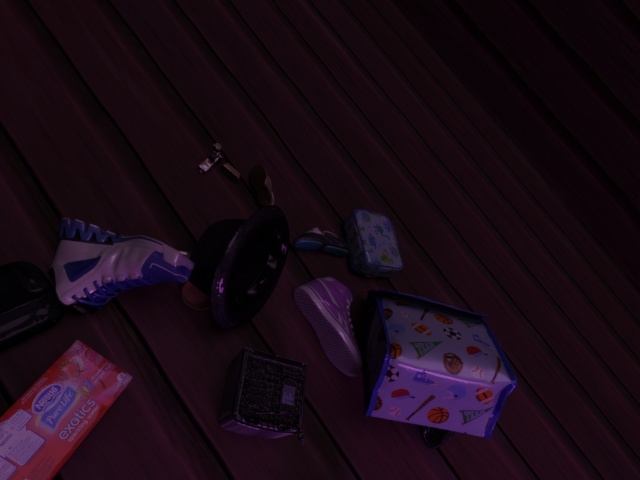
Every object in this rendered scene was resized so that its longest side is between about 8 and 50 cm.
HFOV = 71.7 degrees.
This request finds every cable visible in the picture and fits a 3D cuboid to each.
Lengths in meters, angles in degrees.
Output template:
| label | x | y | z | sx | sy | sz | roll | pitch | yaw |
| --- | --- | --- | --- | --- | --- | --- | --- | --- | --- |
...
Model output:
| label | x | y | z | sx | sy | sz | roll | pitch | yaw |
| --- | --- | --- | --- | --- | --- | --- | --- | --- | --- |
| cable | 0.347 | 0.492 | 1.206 | 0.185 | 0.150 | 0.047 | -7 | 36 | -36 |

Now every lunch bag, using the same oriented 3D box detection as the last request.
| label | x | y | z | sx | sy | sz | roll | pitch | yaw |
| --- | --- | --- | --- | --- | --- | --- | --- | --- | --- |
| lunch bag | 0.170 | 0.013 | 1.436 | 0.176 | 0.090 | 0.218 | 8 | 56 | -33 |
| lunch bag | 0.283 | 0.279 | 1.185 | 0.328 | 0.238 | 0.385 | 14 | 24 | -2 |

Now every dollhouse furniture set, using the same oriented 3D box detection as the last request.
| label | x | y | z | sx | sy | sz | roll | pitch | yaw |
| --- | --- | --- | --- | --- | --- | --- | --- | --- | --- |
| dollhouse furniture set | -0.292 | -0.206 | 1.291 | 0.114 | 0.091 | 0.081 | 42 | 62 | -8 |

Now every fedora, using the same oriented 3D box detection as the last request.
| label | x | y | z | sx | sy | sz | roll | pitch | yaw |
| --- | --- | --- | --- | --- | --- | --- | --- | --- | --- |
| fedora | -0.210 | 0.047 | 1.088 | 0.153 | 0.333 | 0.334 | 17 | 44 | 19 |

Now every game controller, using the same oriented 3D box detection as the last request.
| label | x | y | z | sx | sy | sz | roll | pitch | yaw |
| --- | --- | --- | --- | --- | --- | --- | --- | --- | --- |
| game controller | -0.664 | 0.151 | 0.820 | 0.166 | 0.067 | 0.319 | 43 | 44 | 18 |

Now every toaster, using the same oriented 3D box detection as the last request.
| label | x | y | z | sx | sy | sz | roll | pitch | yaw |
| --- | --- | --- | --- | --- | --- | --- | --- | --- | --- |
| toaster | -0.125 | 0.355 | 0.999 | 0.168 | 0.110 | 0.185 | 20 | 51 | -21 |

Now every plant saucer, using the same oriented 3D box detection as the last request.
| label | x | y | z | sx | sy | sz | roll | pitch | yaw |
| --- | --- | --- | --- | --- | --- | --- | --- | --- | --- |
| plant saucer | -0.302 | 0.134 | 1.093 | 0.084 | 0.015 | 0.083 | 18 | 52 | -24 |

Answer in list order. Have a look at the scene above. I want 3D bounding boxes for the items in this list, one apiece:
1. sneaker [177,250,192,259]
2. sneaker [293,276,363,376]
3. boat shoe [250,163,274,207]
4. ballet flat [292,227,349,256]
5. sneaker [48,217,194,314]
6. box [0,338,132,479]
| label | x | y | z | sx | sy | sz | roll | pitch | yaw |
| --- | --- | --- | --- | --- | --- | --- | --- | --- | --- |
| sneaker | -0.386 | 0.069 | 1.049 | 0.192 | 0.064 | 0.086 | 8 | 57 | -23 |
| sneaker | 0.063 | 0.221 | 1.225 | 0.161 | 0.102 | 0.282 | -18 | 72 | -43 |
| boat shoe | -0.174 | -0.163 | 1.359 | 0.056 | 0.048 | 0.152 | -25 | 65 | 5 |
| ballet flat | 0.000 | 0.000 | 1.349 | 0.203 | 0.074 | 0.074 | 12 | 55 | -35 |
| sneaker | -0.436 | 0.077 | 0.933 | 0.316 | 0.127 | 0.182 | 12 | 73 | 12 |
| box | -0.473 | 0.323 | 0.778 | 0.128 | 0.122 | 0.256 | 38 | 47 | -7 |
